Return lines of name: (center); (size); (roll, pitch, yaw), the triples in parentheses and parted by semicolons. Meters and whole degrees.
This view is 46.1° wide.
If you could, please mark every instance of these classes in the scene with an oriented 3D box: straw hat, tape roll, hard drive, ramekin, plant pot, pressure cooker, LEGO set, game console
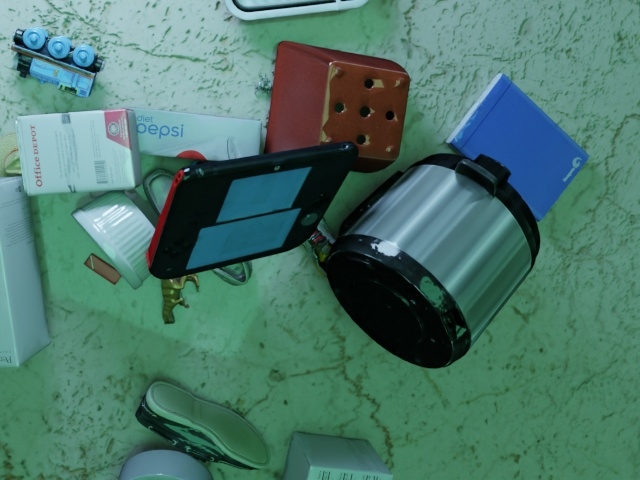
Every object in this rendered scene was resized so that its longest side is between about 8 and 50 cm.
straw hat: (-0.618, -0.158, 1.555); (0.144, 0.061, 0.145); (-3, 102, -15)
tape roll: (-0.355, 0.576, 1.711); (0.219, 0.072, 0.219); (0, 123, 0)
hard drive: (0.487, -0.223, 1.842); (0.318, 0.040, 0.210); (38, 89, -18)
ramekin: (-0.410, -0.009, 1.567); (0.109, 0.207, 0.207); (-41, 108, -14)
plant pot: (0.051, -0.276, 1.605); (0.267, 0.236, 0.267); (5, 100, -20)
pressure cooker: (0.265, 0.022, 1.645); (0.420, 0.370, 0.375); (-45, 112, -25)
LEGO set: (-0.112, -0.352, 1.670); (0.054, 0.023, 0.083); (34, 91, -18)
game console: (-0.138, -0.055, 1.480); (0.386, 0.342, 0.060); (-14, 66, -33)

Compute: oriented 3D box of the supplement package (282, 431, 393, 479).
supplement package: (0.034, 0.573, 1.795); (0.203, 0.194, 0.149); (11, 97, -16)

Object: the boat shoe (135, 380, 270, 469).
boat shoe: (-0.275, 0.451, 1.736); (0.340, 0.127, 0.113); (32, 117, -24)

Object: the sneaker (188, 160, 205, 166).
sneaker: (-0.213, -0.106, 1.651); (0.188, 0.078, 0.067); (37, 89, -39)

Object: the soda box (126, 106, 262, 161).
soda box: (-0.274, -0.225, 1.616); (0.286, 0.091, 0.098); (4, 100, -15)

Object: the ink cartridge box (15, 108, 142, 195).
ink cartridge box: (-0.478, -0.176, 1.500); (0.217, 0.092, 0.159); (-4, 99, -2)

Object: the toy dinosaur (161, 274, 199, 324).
toy dinosaur: (-0.329, 0.091, 1.677); (0.112, 0.064, 0.212); (-7, 102, -12)

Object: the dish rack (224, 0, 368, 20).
dish rack: (-0.062, -0.626, 1.606); (0.332, 0.072, 0.286); (-11, 104, -13)

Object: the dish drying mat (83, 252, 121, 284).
dish drying mat: (-0.479, 0.064, 1.661); (0.083, 0.008, 0.032); (38, 89, -18)

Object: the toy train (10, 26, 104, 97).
toy train: (-0.538, -0.363, 1.530); (0.184, 0.080, 0.105); (17, 102, -17)

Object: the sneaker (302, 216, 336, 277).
sneaker: (0.000, 0.000, 1.730); (0.088, 0.093, 0.225); (-38, 107, -5)

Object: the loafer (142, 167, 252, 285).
loafer: (-0.262, -0.028, 1.646); (0.112, 0.111, 0.319); (-44, 108, -3)

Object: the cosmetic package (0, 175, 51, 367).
cosmetic package: (-0.684, 0.062, 1.510); (0.197, 0.155, 0.366); (-4, 100, 5)
